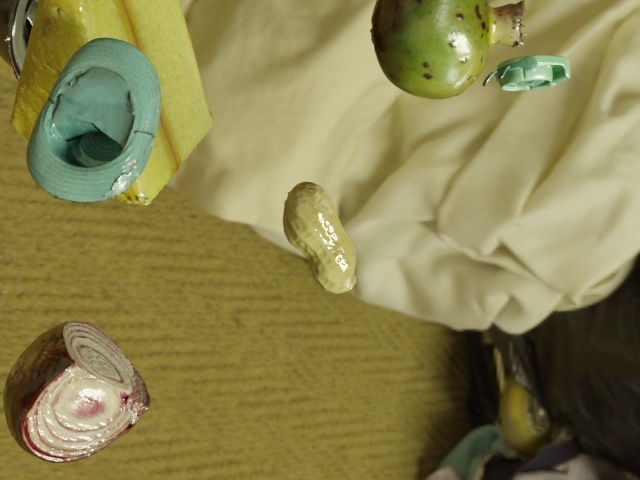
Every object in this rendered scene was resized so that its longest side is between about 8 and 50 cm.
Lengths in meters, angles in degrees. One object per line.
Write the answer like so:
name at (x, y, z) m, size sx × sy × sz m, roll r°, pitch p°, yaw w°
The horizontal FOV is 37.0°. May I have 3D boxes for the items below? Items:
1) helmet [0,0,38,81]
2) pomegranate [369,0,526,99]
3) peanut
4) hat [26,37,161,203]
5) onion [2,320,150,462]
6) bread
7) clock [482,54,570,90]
helmet at (-0.517, -0.419, 1.749) m, size 0.305 × 0.177 × 0.225 m, roll -36°, pitch 144°, yaw -49°
pomegranate at (0.107, -0.191, 0.860) m, size 0.130 × 0.130 × 0.130 m, roll 5°, pitch 82°, yaw -40°
peanut at (0.000, 0.000, 1.634) m, size 0.098 × 0.090 × 0.214 m, roll -28°, pitch 110°, yaw -1°
hat at (-0.249, -0.128, 1.083) m, size 0.078 × 0.138 × 0.191 m, roll 49°, pitch 62°, yaw -77°
onion at (-0.444, 0.258, 1.655) m, size 0.207 × 0.206 × 0.216 m, roll -41°, pitch 126°, yaw 1°
bread at (-0.248, -0.264, 1.277) m, size 0.244 × 0.362 × 0.233 m, roll 32°, pitch 51°, yaw -2°
clock at (0.334, -0.274, 1.574) m, size 0.135 × 0.101 × 0.041 m, roll -4°, pitch 87°, yaw -24°
